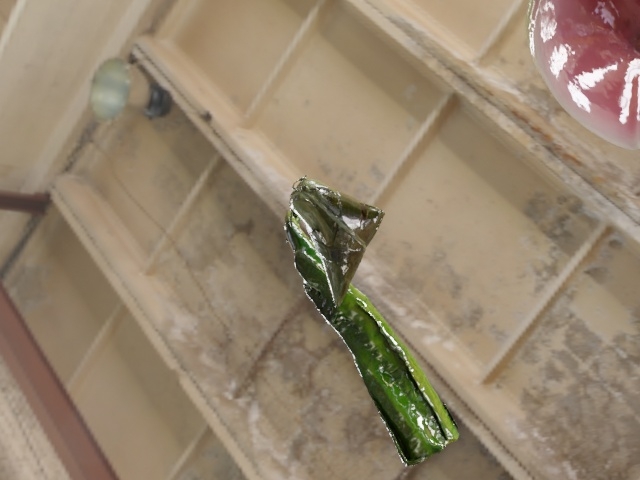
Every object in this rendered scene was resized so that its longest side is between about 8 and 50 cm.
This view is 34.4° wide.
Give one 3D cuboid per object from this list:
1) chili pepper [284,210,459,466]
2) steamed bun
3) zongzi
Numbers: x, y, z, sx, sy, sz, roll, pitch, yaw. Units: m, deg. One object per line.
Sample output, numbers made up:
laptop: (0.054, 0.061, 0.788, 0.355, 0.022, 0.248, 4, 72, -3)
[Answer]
chili pepper: (0.051, 0.105, 1.276, 0.359, 0.085, 0.076, 60, -20, 13)
steamed bun: (0.329, -0.210, 0.961, 0.309, 0.309, 0.309, -6, -99, 41)
zongzi: (0.000, 0.000, 1.129, 0.119, 0.109, 0.055, -66, -158, -3)
